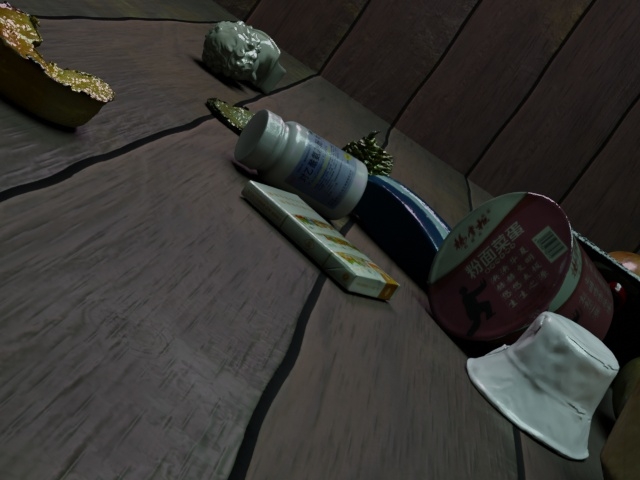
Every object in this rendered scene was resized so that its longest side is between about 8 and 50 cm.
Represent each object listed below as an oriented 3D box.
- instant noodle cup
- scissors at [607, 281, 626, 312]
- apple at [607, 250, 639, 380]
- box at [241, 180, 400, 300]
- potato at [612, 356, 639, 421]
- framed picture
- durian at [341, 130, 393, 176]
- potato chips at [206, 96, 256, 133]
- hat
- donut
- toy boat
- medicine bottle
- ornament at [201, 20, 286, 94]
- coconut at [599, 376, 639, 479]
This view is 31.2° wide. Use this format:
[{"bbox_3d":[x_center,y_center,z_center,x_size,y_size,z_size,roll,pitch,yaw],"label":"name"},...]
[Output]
[{"bbox_3d":[0.294,0.074,1.627,0.178,0.235,0.235,39,7,-38],"label":"instant noodle cup"},{"bbox_3d":[0.383,0.107,1.805,0.144,0.017,0.247,39,-32,16],"label":"scissors"},{"bbox_3d":[0.572,0.149,2.056,0.264,0.264,0.264,33,12,-8],"label":"apple"},{"bbox_3d":[0.000,-0.001,1.531,0.220,0.032,0.122,41,13,31],"label":"box"},{"bbox_3d":[0.507,0.254,1.631,0.174,0.159,0.251,12,21,4],"label":"potato"},{"bbox_3d":[0.428,0.112,1.839,0.244,0.013,0.324,36,-26,3],"label":"framed picture"},{"bbox_3d":[0.061,-0.117,1.942,0.095,0.137,0.220,58,0,12],"label":"durian"},{"bbox_3d":[-0.100,-0.185,1.997,0.220,0.029,0.202,36,12,20],"label":"potato chips"},{"bbox_3d":[0.296,0.170,1.448,0.203,0.126,0.203,34,15,-11],"label":"hat"},{"bbox_3d":[-0.327,-0.195,1.301,0.181,0.078,0.146,42,13,2],"label":"donut"},{"bbox_3d":[0.148,-0.003,1.801,0.062,0.096,0.299,11,26,-40],"label":"toy boat"},{"bbox_3d":[-0.029,-0.114,1.717,0.187,0.102,0.103,30,13,-25],"label":"medicine bottle"},{"bbox_3d":[-0.157,-0.392,2.410,0.130,0.120,0.285,35,10,9],"label":"ornament"},{"bbox_3d":[0.469,0.237,1.236,0.323,0.323,0.323,33,12,-8],"label":"coconut"}]
